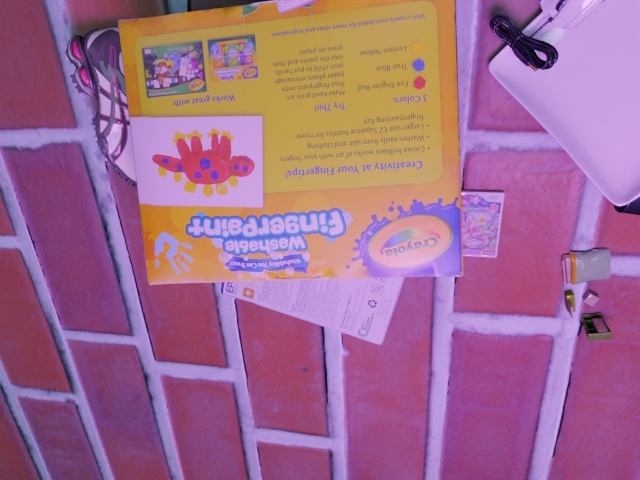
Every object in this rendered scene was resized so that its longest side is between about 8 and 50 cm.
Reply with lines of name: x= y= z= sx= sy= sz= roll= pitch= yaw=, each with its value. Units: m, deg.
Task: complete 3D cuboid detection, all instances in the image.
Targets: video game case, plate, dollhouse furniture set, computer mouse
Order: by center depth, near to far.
computer mouse: x=0.326 y=-0.320 z=0.656 sx=0.193 sy=0.042 sz=0.106 roll=-44 pitch=73 yaw=28
plate: x=0.418 y=-0.235 z=0.663 sx=0.278 sy=0.045 sz=0.277 roll=-44 pitch=73 yaw=28
dollhouse furniture set: x=0.460 y=0.092 z=0.860 sx=0.076 sy=0.059 sz=0.152 roll=-9 pitch=114 yaw=16
video game case: x=0.264 y=-0.028 z=0.870 sx=0.087 sy=0.011 sz=0.122 roll=3 pitch=117 yaw=11

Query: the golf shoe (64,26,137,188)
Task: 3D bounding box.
golf shoe: x=-0.322 y=-0.216 z=0.856 sx=0.120 sy=0.105 sz=0.273 roll=-11 pitch=114 yaw=10

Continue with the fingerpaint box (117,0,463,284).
fingerpaint box: x=-0.031 y=-0.134 z=0.734 sx=0.444 sy=0.163 sz=0.371 roll=-3 pitch=98 yaw=11

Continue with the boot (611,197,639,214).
boot: x=0.551 y=-0.120 z=0.691 sx=0.207 sy=0.094 sz=0.247 roll=16 pitch=125 yaw=0

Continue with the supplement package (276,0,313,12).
supplement package: x=0.052 y=-0.392 z=0.529 sx=0.145 sy=0.262 sz=0.204 roll=2 pitch=122 yaw=45

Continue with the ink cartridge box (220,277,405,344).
ink cartridge box: x=0.000 y=0.000 z=0.912 sx=0.329 sy=0.071 sz=0.324 roll=18 pitch=118 yaw=7
